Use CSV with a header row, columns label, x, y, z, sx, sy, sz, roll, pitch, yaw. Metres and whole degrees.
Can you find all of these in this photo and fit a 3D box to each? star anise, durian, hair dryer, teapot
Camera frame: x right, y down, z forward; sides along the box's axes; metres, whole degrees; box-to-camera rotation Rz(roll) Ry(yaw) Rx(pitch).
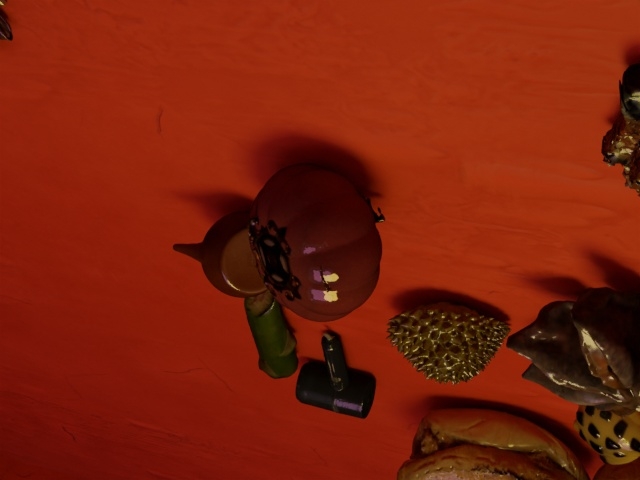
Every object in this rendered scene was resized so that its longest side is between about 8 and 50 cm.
label,x,y,z,sx,sy,sz,roll,pitch,yaw
star anise,0.377,0.139,1.144,0.332,0.117,0.331,9,156,4
durian,0.154,0.146,1.335,0.147,0.102,0.208,20,158,-13
hair dryer,0.016,0.205,1.587,0.125,0.071,0.219,12,146,16
teapot,-0.099,0.015,1.266,0.173,0.116,0.116,1,162,-25

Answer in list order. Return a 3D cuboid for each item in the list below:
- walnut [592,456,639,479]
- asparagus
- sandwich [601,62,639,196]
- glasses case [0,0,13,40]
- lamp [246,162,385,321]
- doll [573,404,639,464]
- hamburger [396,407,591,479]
label,x,y,z,sx,sy,sz,roll,pitch,yaw
walnut,0.492,0.423,1.510,0.159,0.206,0.159,-4,148,-2
asparagus,-0.077,0.143,1.531,0.067,0.060,0.277,22,155,20
sandwich,0.327,-0.059,0.839,0.235,0.079,0.159,37,149,-31
glasses case,-0.370,-0.240,1.017,0.102,0.070,0.193,48,156,7
lamp,0.000,0.000,1.108,0.182,0.140,0.182,38,138,45
doll,0.445,0.276,1.299,0.291,0.086,0.117,26,124,54
hamburger,0.294,0.398,1.627,0.284,0.174,0.304,0,147,32
